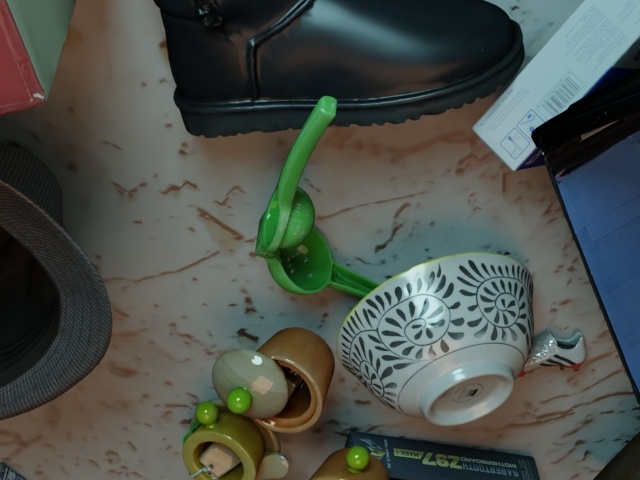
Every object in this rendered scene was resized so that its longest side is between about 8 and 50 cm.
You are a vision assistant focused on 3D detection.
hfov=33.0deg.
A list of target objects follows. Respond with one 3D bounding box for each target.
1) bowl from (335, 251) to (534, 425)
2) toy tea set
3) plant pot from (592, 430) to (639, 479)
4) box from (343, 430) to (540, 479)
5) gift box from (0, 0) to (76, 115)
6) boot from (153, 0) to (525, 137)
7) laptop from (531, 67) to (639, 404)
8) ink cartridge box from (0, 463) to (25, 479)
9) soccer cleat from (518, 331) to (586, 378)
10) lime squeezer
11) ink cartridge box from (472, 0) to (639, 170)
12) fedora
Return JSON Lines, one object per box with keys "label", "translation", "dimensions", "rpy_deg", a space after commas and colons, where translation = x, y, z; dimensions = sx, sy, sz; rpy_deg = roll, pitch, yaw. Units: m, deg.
{"label": "bowl", "translation": [0.104, 0.093, 0.851], "dimensions": [0.170, 0.080, 0.170], "rpy_deg": [-14, 142, -11]}
{"label": "toy tea set", "translation": [-0.032, 0.237, 0.906], "dimensions": [0.200, 0.124, 0.336], "rpy_deg": [-12, 112, 27]}
{"label": "plant pot", "translation": [0.370, 0.190, 0.904], "dimensions": [0.215, 0.215, 0.230], "rpy_deg": [18, 116, -16]}
{"label": "box", "translation": [0.088, 0.293, 1.037], "dimensions": [0.183, 0.059, 0.233], "rpy_deg": [10, 123, -9]}
{"label": "gift box", "translation": [-0.277, -0.202, 0.537], "dimensions": [0.276, 0.258, 0.255], "rpy_deg": [-7, 125, 2]}
{"label": "boot", "translation": [-0.002, -0.176, 0.675], "dimensions": [0.246, 0.094, 0.207], "rpy_deg": [-7, 130, 8]}
{"label": "laptop", "translation": [0.352, -0.062, 0.629], "dimensions": [0.382, 0.408, 0.236], "rpy_deg": [-30, 90, 1]}
{"label": "ink cartridge box", "translation": [-0.281, 0.261, 1.006], "dimensions": [0.063, 0.029, 0.115], "rpy_deg": [-31, 121, 16]}
{"label": "soccer cleat", "translation": [0.187, 0.096, 0.926], "dimensions": [0.083, 0.029, 0.036], "rpy_deg": [-4, 117, -5]}
{"label": "lime squeezer", "translation": [0.000, 0.000, 0.792], "dimensions": [0.110, 0.059, 0.310], "rpy_deg": [13, 155, 26]}
{"label": "ink cartridge box", "translation": [0.198, -0.136, 0.717], "dimensions": [0.046, 0.097, 0.207], "rpy_deg": [49, 118, 16]}
{"label": "fedora", "translation": [-0.271, 0.012, 0.771], "dimensions": [0.275, 0.124, 0.244], "rpy_deg": [-32, 120, 25]}
